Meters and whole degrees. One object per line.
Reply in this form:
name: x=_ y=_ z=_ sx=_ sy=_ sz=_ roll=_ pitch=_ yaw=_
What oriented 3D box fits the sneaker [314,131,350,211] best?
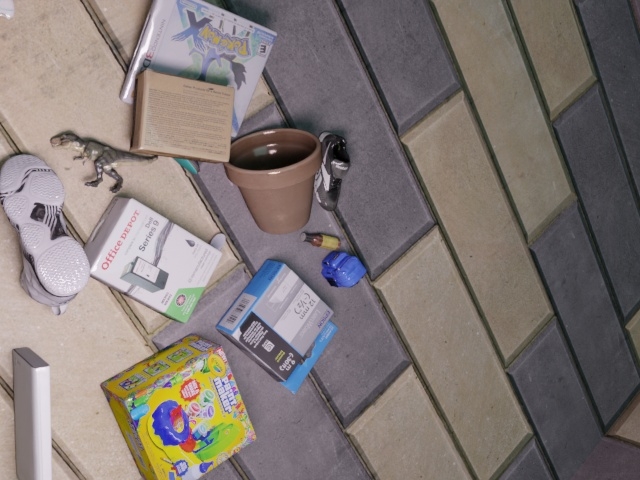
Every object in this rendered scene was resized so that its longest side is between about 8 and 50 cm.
sneaker: x=0.038 y=-0.200 z=2.156 sx=0.078 sy=0.106 sz=0.234 roll=-1 pitch=96 yaw=-34

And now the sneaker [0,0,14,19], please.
sneaker: x=-0.742 y=-0.507 z=1.612 sx=0.152 sy=0.054 sz=0.061 roll=-16 pitch=107 yaw=-33

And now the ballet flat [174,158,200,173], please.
ballet flat: x=-0.375 y=-0.251 z=1.887 sx=0.203 sy=0.074 sz=0.074 roll=37 pitch=74 yaw=-30

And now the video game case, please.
video game case: x=-0.304 y=-0.445 z=1.874 sx=0.329 sy=0.036 sz=0.299 roll=14 pitch=108 yaw=-35

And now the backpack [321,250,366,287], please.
backpack: x=0.066 y=0.087 z=2.198 sx=0.098 sy=0.120 sz=0.101 roll=-49 pitch=119 yaw=-20

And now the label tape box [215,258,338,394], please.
label tape box: x=-0.091 y=0.258 z=2.112 sx=0.347 sy=0.115 sz=0.249 roll=46 pitch=70 yaw=-28

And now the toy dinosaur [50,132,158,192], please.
toy dinosaur: x=-0.519 y=-0.181 z=1.800 sx=0.268 sy=0.064 sz=0.118 roll=11 pitch=82 yaw=-38

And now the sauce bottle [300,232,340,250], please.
sauce bottle: x=0.000 y=0.000 z=2.190 sx=0.128 sy=0.042 sz=0.042 roll=14 pitch=87 yaw=-37

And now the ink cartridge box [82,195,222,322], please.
ink cartridge box: x=-0.426 y=0.049 z=1.849 sx=0.289 sy=0.122 sz=0.211 roll=34 pitch=75 yaw=-32

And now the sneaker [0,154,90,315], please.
sneaker: x=-0.643 y=-0.004 z=1.691 sx=0.138 sy=0.210 sz=0.365 roll=-17 pitch=70 yaw=-33

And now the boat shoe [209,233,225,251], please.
boat shoe: x=-0.288 y=0.028 z=1.998 sx=0.035 sy=0.035 sz=0.100 roll=24 pitch=75 yaw=-11

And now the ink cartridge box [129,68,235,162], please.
ink cartridge box: x=-0.338 y=-0.298 z=1.816 sx=0.235 sy=0.088 sz=0.193 roll=6 pitch=88 yaw=-31

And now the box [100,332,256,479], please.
box: x=-0.361 y=0.441 z=1.906 sx=0.279 sy=0.177 sz=0.289 roll=-29 pitch=111 yaw=-30

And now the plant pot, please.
plant pot: x=-0.117 y=-0.146 z=1.991 sx=0.263 sy=0.263 sz=0.229 roll=-28 pitch=128 yaw=-30

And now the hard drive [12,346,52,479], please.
hard drive: x=-0.654 y=0.414 z=1.680 sx=0.040 sy=0.203 sz=0.307 roll=-4 pitch=97 yaw=-35
